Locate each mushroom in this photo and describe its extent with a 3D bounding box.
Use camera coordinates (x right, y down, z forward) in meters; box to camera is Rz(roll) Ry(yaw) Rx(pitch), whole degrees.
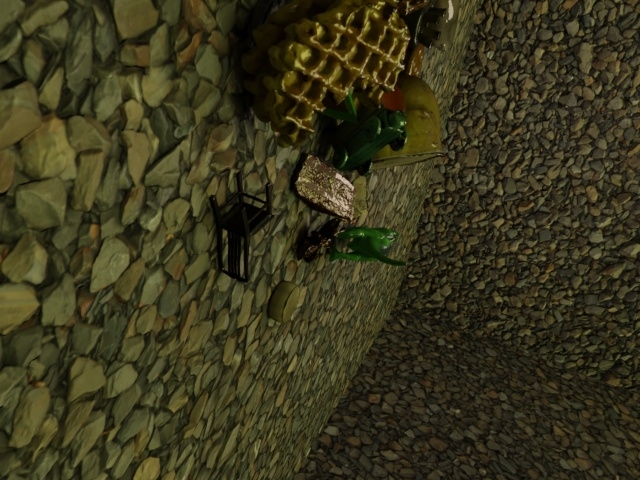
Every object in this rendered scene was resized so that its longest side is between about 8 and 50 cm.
[{"bbox_3d":[0.457,-0.859,1.926,0.154,0.137,0.407,-59,161,2],"label":"mushroom"}]

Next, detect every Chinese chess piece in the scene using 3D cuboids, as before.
[{"bbox_3d":[-0.104,0.176,1.466,0.122,0.051,0.122,19,90,-75],"label":"Chinese chess piece"}]

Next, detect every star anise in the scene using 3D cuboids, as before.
[{"bbox_3d":[0.002,0.002,1.531,0.177,0.073,0.234,-41,167,0],"label":"star anise"}]

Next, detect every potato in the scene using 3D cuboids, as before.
[{"bbox_3d":[0.218,-0.384,1.651,0.396,0.289,0.296,-10,91,-30],"label":"potato"}]

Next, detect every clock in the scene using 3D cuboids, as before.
[{"bbox_3d":[0.069,-0.449,1.212,0.220,0.106,0.256,45,66,-72],"label":"clock"}]

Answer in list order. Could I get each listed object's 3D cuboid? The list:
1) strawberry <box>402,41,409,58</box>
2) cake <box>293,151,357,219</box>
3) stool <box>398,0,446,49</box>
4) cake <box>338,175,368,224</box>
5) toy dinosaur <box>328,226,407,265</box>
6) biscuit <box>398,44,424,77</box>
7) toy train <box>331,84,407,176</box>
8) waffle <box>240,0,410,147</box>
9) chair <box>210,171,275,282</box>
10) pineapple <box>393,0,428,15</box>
[{"bbox_3d":[0.160,-0.482,1.339,0.188,0.082,0.121,-54,167,-1],"label":"strawberry"},{"bbox_3d":[-0.002,-0.143,1.404,0.295,0.112,0.116,30,74,-61],"label":"cake"},{"bbox_3d":[0.332,-0.732,1.666,0.228,0.139,0.153,-67,165,-1],"label":"stool"},{"bbox_3d":[0.115,-0.133,1.657,0.086,0.117,0.220,-38,-179,34],"label":"cake"},{"bbox_3d":[0.237,0.033,1.776,0.374,0.499,0.144,-1,105,-35],"label":"toy dinosaur"},{"bbox_3d":[0.323,-0.635,1.876,0.220,0.066,0.221,21,90,-77],"label":"biscuit"},{"bbox_3d":[0.123,-0.290,1.346,0.285,0.116,0.177,-33,-127,55],"label":"toy train"},{"bbox_3d":[0.018,-0.330,0.944,0.324,0.151,0.261,-33,157,-23],"label":"waffle"},{"bbox_3d":[-0.155,-0.020,1.036,0.101,0.084,0.213,-51,155,-39],"label":"chair"},{"bbox_3d":[0.079,-0.563,0.945,0.357,0.222,0.223,-5,116,-46],"label":"pineapple"}]
